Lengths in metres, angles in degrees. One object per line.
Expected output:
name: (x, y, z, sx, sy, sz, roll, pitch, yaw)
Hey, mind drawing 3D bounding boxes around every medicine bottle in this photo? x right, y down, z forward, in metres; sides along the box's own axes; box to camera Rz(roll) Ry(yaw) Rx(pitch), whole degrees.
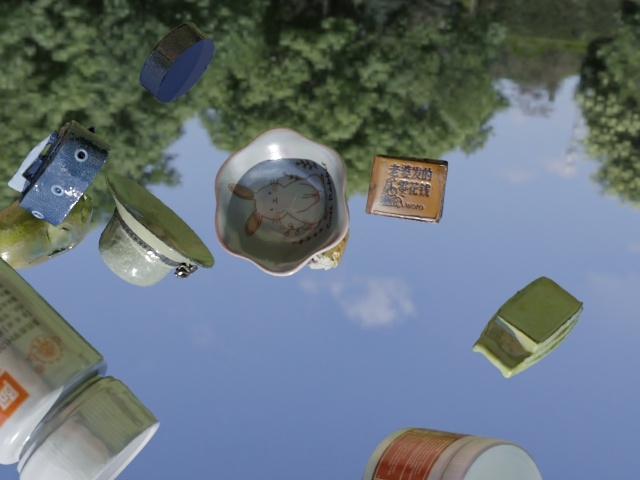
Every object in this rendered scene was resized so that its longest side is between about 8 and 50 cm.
medicine bottle: (-0.425, 0.201, 1.534, 0.371, 0.211, 0.211, 43, -159, 7)
medicine bottle: (0.231, 0.467, 1.905, 0.252, 0.252, 0.241, -6, -177, -40)

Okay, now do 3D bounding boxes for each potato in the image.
potato: (-0.593, -0.022, 2.256, 0.248, 0.169, 0.143, -31, -127, -35)

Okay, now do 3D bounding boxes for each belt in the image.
belt: (-0.514, -0.136, 2.094, 0.128, 0.218, 0.122, 34, -152, -21)

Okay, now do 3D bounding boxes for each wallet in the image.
wallet: (0.220, -0.133, 2.714, 0.195, 0.161, 0.042, 8, -169, 2)

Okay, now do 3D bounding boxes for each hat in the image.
hat: (-0.329, 0.006, 1.957, 0.257, 0.130, 0.257, 41, -172, -7)

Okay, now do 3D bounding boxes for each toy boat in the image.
toy boat: (0.363, 0.133, 1.807, 0.111, 0.084, 0.276, 37, -144, 23)

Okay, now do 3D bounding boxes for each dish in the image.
dish: (-0.051, -0.056, 1.656, 0.229, 0.229, 0.081, 9, 175, 16)

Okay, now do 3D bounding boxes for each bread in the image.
bread: (-0.001, -0.001, 1.952, 0.082, 0.106, 0.125, 39, 163, -21)

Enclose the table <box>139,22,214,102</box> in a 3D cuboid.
table: (-0.233, -0.289, 1.756, 0.043, 0.133, 0.133, 41, -157, 10)
